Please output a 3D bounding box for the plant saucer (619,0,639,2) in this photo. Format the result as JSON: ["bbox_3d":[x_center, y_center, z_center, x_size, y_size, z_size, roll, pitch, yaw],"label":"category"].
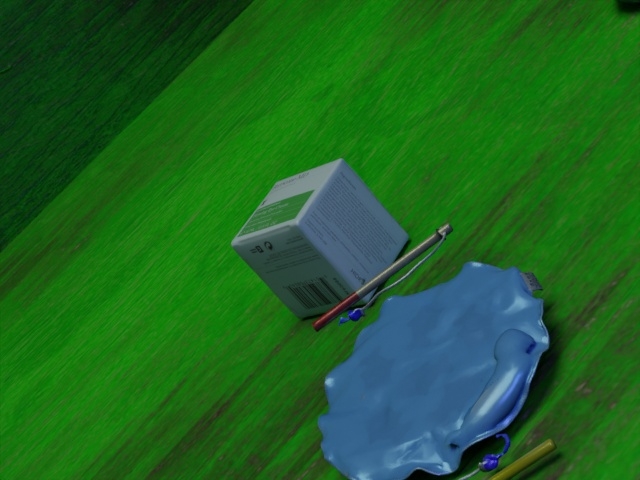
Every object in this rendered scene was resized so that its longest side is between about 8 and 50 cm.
[{"bbox_3d":[0.319,-0.257,1.071,0.119,0.021,0.119,-34,22,16],"label":"plant saucer"}]

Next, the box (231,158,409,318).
[{"bbox_3d":[0.000,0.000,1.018,0.101,0.102,0.087,-17,31,49],"label":"box"}]

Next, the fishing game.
[{"bbox_3d":[0.080,0.092,0.797,0.189,0.041,0.264,-39,30,9],"label":"fishing game"}]
